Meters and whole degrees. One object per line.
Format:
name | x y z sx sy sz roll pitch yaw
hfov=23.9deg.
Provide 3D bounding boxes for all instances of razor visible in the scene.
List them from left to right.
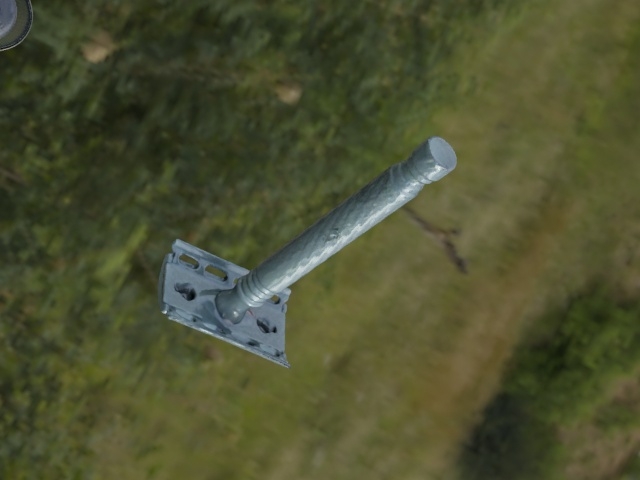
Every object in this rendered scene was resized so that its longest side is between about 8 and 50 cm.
razor | 0.000 0.000 0.990 0.232 0.106 0.068 -36 -139 40

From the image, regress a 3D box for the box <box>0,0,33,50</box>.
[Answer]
box | -0.328 -0.243 1.232 0.090 0.144 0.201 -122 -162 -82
